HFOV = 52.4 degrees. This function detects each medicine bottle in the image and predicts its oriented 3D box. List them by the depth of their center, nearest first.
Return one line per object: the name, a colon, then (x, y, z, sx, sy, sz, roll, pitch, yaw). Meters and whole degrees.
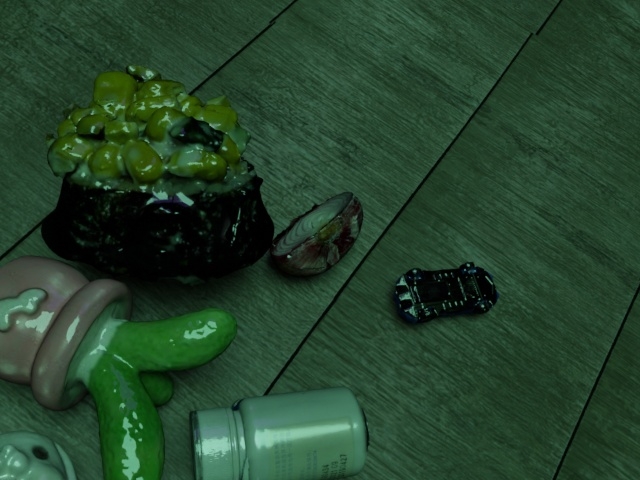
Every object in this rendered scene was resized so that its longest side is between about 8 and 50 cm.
medicine bottle: (-0.069, 0.309, 1.006, 0.258, 0.143, 0.143, -2, 64, -17)

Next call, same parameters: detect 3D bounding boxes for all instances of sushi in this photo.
sushi: (-0.237, -0.111, 1.042, 0.329, 0.285, 0.328, 19, 25, 15)

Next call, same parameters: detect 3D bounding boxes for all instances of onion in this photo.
onion: (0.000, 0.000, 1.213, 0.206, 0.151, 0.098, -38, 111, -16)

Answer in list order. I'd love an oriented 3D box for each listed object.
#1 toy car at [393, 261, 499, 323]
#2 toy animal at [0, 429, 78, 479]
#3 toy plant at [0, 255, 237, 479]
toy car: (0.238, 0.102, 1.237, 0.216, 0.063, 0.103, -4, 65, -23)
toy animal: (-0.407, 0.408, 0.858, 0.249, 0.174, 0.289, 27, 52, -4)
toy plant: (-0.341, 0.187, 0.965, 0.356, 0.210, 0.316, 27, 67, 1)
